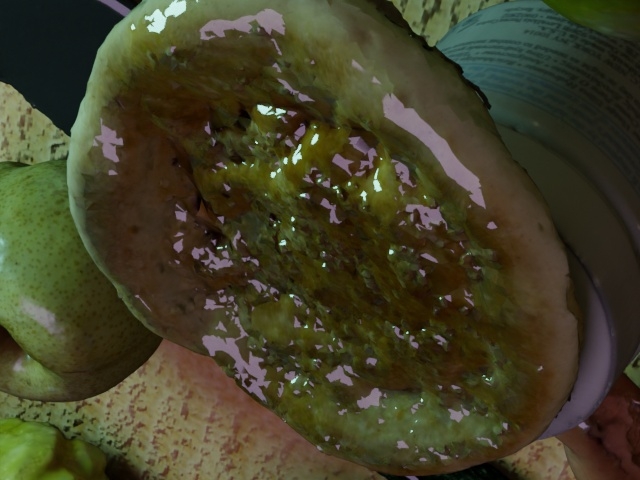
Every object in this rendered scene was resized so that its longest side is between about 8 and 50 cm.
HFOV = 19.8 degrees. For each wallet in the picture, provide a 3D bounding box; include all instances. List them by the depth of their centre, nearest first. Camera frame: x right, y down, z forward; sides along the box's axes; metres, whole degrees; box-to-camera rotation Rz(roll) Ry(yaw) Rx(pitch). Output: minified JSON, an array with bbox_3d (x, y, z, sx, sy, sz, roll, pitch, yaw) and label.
[{"bbox_3d":[-0.116,-0.093,1.090,0.244,0.025,0.124,38,138,4],"label":"wallet"}]

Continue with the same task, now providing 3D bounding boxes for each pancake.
[{"bbox_3d":[0.000,0.000,0.850,0.282,0.049,0.282,20,137,20],"label":"pancake"}]

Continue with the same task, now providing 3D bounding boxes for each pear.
[{"bbox_3d":[-0.169,0.023,1.148,0.167,0.136,0.167,19,138,18],"label":"pear"}]

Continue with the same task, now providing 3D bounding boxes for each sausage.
[{"bbox_3d":[0.190,0.172,1.067,0.078,0.078,0.304,-2,125,36],"label":"sausage"}]

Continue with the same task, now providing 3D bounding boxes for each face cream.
[{"bbox_3d":[0.097,-0.012,0.915,0.177,0.153,0.177,21,134,23],"label":"face cream"}]

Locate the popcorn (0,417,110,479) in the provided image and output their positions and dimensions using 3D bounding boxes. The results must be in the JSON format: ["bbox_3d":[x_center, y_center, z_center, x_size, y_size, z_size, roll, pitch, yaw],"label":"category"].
[{"bbox_3d":[-0.241,0.247,1.348,0.266,0.192,0.233,24,133,-8],"label":"popcorn"}]

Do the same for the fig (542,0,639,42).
[{"bbox_3d":[0.184,-0.197,0.689,0.275,0.206,0.206,-27,108,26],"label":"fig"}]

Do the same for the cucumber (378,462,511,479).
[{"bbox_3d":[0.097,0.165,1.144,0.214,0.052,0.058,40,166,4],"label":"cucumber"}]
